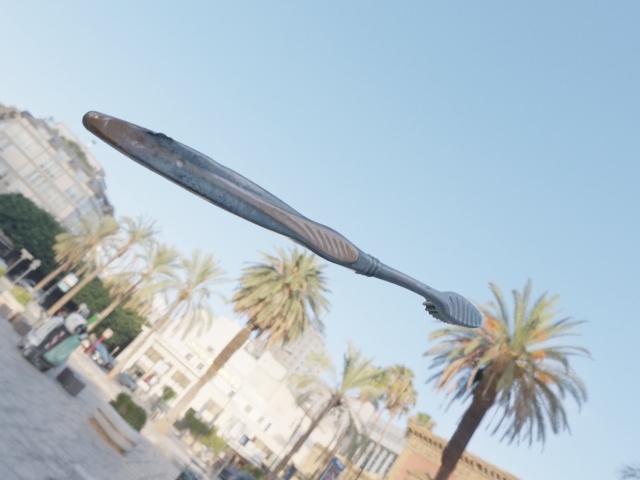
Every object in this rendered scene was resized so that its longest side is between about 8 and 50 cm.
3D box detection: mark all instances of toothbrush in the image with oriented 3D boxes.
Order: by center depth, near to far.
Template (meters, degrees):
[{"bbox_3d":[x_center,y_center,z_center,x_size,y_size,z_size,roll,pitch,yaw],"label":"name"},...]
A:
[{"bbox_3d":[0.000,0.000,0.411,0.375,0.028,0.037,28,-19,-28],"label":"toothbrush"}]
